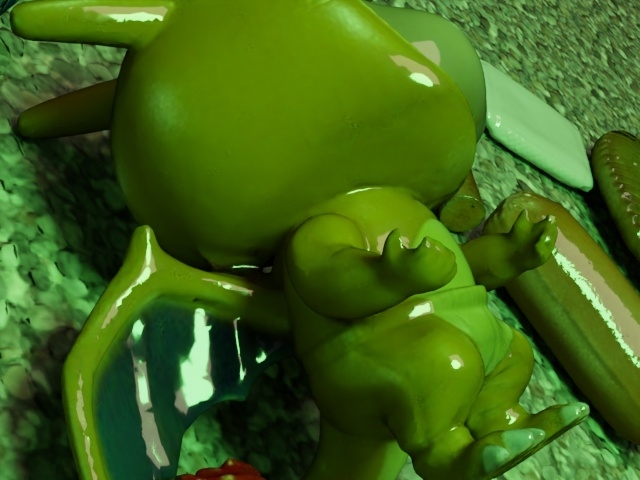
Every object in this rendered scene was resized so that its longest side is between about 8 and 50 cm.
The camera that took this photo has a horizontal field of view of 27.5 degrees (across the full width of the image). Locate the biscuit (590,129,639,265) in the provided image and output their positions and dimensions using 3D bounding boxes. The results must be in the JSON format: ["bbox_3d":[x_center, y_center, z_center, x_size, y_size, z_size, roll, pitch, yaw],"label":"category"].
[{"bbox_3d":[0.434,0.000,1.576,0.318,0.040,0.318,37,32,-28],"label":"biscuit"}]

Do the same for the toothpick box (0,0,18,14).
[{"bbox_3d":[-0.278,-0.192,0.770,0.204,0.204,0.333,42,33,-11],"label":"toothpick box"}]

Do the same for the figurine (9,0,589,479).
[{"bbox_3d":[-0.014,-0.001,0.836,0.401,0.268,0.387,-14,69,-51],"label":"figurine"}]

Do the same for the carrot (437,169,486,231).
[{"bbox_3d":[0.125,-0.073,1.292,0.048,0.048,0.139,25,36,-34],"label":"carrot"}]

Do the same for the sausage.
[{"bbox_3d":[0.256,0.072,1.243,0.274,0.105,0.105,53,32,6],"label":"sausage"}]

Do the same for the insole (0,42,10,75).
[{"bbox_3d":[-0.272,-0.109,0.874,0.065,0.006,0.193,46,31,-3],"label":"insole"}]

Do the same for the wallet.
[{"bbox_3d":[0.243,-0.131,1.511,0.183,0.032,0.124,28,38,-28],"label":"wallet"}]
